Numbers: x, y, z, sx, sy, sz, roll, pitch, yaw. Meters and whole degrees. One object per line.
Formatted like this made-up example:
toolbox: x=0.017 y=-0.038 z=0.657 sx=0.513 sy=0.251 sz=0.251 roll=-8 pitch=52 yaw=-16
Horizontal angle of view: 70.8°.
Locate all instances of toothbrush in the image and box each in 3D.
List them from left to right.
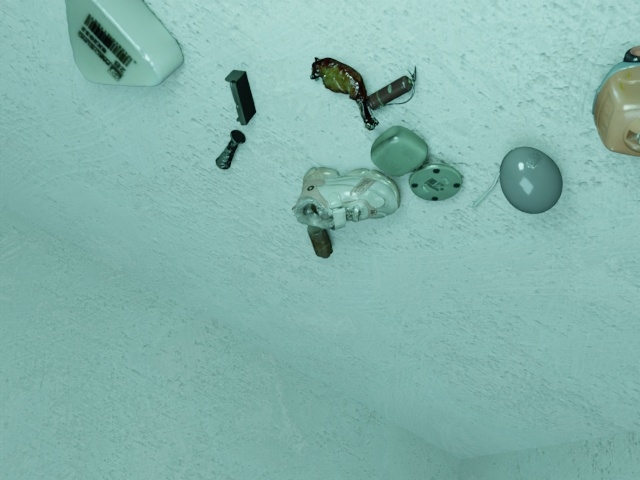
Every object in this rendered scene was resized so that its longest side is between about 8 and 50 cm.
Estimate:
toothbrush: x=0.503 y=-0.161 z=1.329 sx=0.022 sy=0.017 sz=0.204 roll=42 pitch=143 yaw=11

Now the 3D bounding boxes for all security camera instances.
security camera: x=0.289 y=-0.222 z=1.335 sx=0.301 sy=0.080 sz=0.157 roll=30 pitch=141 yaw=-21

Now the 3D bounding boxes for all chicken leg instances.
chicken leg: x=0.074 y=-0.408 z=1.221 sx=0.253 sy=0.051 sz=0.106 roll=47 pitch=135 yaw=1

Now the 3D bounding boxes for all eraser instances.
eraser: x=-0.573 y=-0.585 z=1.340 sx=0.331 sy=0.150 sz=0.331 roll=15 pitch=142 yaw=12

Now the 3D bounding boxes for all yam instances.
yam: x=-0.002 y=0.000 z=1.756 sx=0.079 sy=0.079 sz=0.141 roll=5 pitch=137 yaw=25

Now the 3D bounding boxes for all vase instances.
vase: x=-0.317 y=-0.317 z=1.581 sx=0.059 sy=0.059 sz=0.167 roll=35 pitch=142 yaw=-11

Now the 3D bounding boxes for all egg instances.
egg: x=0.555 y=-0.160 z=1.193 sx=0.146 sy=0.146 sz=0.199 roll=-19 pitch=117 yaw=42

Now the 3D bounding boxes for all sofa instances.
sofa: x=-0.253 y=-0.437 z=1.381 sx=0.060 sy=0.085 sz=0.147 roll=9 pitch=140 yaw=16

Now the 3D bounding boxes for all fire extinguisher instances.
fire extinguisher: x=0.197 y=-0.392 z=1.201 sx=0.157 sy=0.045 sz=0.078 roll=-18 pitch=86 yaw=42

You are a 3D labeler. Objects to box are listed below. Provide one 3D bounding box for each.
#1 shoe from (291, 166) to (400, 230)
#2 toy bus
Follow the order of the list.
shoe: x=0.080 y=-0.114 z=1.476 sx=0.350 sy=0.198 sz=0.172 roll=8 pitch=140 yaw=24
toy bus: x=0.719 y=-0.264 z=0.913 sx=0.287 sy=0.232 sz=0.194 roll=9 pitch=137 yaw=23
